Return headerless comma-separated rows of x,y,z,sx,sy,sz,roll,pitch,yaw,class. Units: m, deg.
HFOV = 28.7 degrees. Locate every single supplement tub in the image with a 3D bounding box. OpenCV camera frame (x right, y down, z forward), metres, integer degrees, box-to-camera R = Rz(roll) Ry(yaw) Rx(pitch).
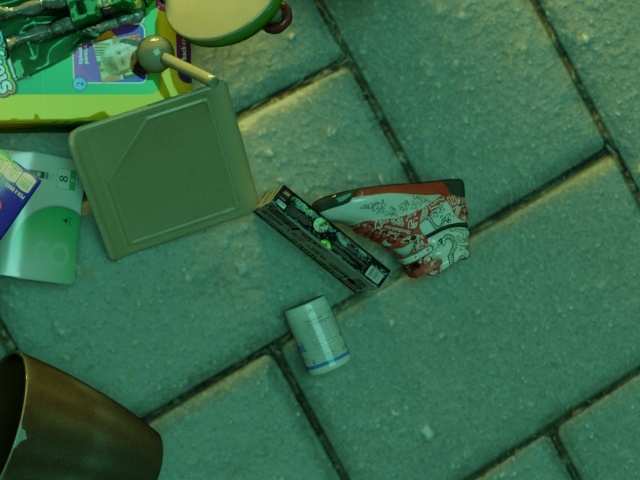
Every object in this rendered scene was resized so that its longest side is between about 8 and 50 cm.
-0.004,0.143,1.877,0.071,0.071,0.107,-23,91,-17,supplement tub

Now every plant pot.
-0.340,0.284,1.710,0.230,0.215,0.215,20,79,-28,plant pot

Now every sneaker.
0.117,-0.011,1.895,0.270,0.090,0.144,-7,88,-33,sneaker

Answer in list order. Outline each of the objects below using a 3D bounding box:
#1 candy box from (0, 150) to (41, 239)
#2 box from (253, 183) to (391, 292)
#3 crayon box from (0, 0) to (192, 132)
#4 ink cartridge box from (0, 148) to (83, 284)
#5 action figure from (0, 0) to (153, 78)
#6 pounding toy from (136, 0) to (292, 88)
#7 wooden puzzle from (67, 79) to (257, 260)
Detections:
-0.553,-0.024,1.567,0.268,0.122,0.317,37,57,-15,candy box
0.000,0.000,1.868,0.207,0.114,0.036,39,76,-11,box
-0.351,-0.340,1.799,0.313,0.106,0.362,-2,87,-16,crayon box
-0.442,-0.040,1.735,0.225,0.056,0.180,10,82,-39,ink cartridge box
-0.323,-0.320,1.716,0.232,0.063,0.137,-19,102,-13,action figure
-0.126,-0.303,1.747,0.236,0.183,0.110,-58,145,-12,pounding toy
-0.222,-0.101,1.794,0.239,0.044,0.221,-22,125,-12,wooden puzzle
